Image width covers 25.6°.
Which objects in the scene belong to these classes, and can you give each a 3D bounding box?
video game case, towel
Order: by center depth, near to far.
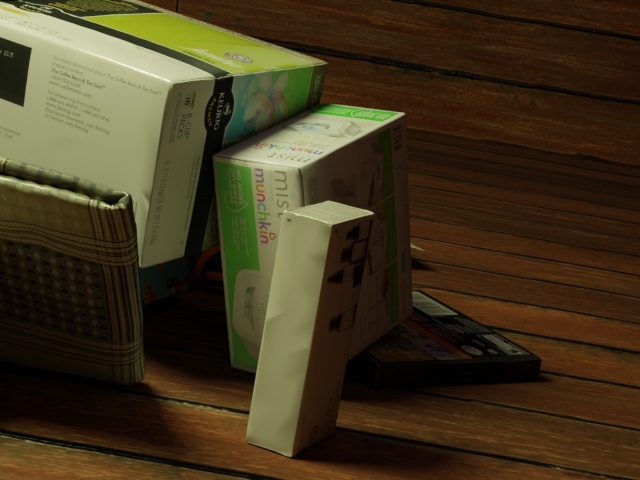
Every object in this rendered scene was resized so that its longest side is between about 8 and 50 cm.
[{"bbox_3d":[-0.335,0.026,1.393,0.324,0.312,0.056,14,53,5],"label":"towel"},{"bbox_3d":[0.100,0.120,1.790,0.248,0.035,0.275,1,16,-32],"label":"video game case"}]

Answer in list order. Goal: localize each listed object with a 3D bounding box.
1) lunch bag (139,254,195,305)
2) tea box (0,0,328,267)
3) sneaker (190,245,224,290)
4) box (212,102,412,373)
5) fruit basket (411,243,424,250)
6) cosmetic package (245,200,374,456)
[{"bbox_3d":[-0.343,0.006,1.803,0.293,0.138,0.221,6,12,30],"label":"lunch bag"},{"bbox_3d":[-0.222,-0.144,1.659,0.329,0.220,0.323,22,21,27],"label":"tea box"},{"bbox_3d":[-0.150,-0.083,1.964,0.180,0.321,0.124,1,-29,2],"label":"sneaker"},{"bbox_3d":[0.000,0.000,1.620,0.126,0.262,0.231,11,26,32],"label":"box"},{"bbox_3d":[-0.057,-0.051,2.245,0.353,0.165,0.327,20,6,-33],"label":"fruit basket"},{"bbox_3d":[-0.009,0.086,1.398,0.060,0.239,0.099,16,15,26],"label":"cosmetic package"}]
